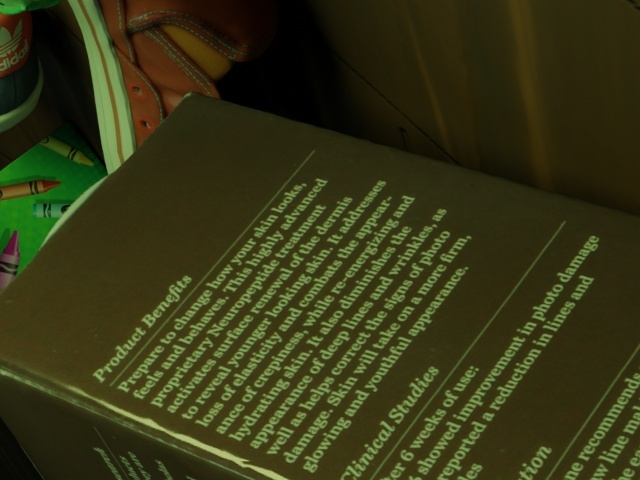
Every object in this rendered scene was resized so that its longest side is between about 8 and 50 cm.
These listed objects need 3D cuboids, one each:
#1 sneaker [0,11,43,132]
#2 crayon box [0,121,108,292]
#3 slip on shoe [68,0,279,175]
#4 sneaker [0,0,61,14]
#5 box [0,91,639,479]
[{"bbox_3d":[-0.333,-0.233,1.270,0.350,0.131,0.148,40,152,12],"label":"sneaker"},{"bbox_3d":[-0.284,-0.005,1.497,0.081,0.165,0.278,53,161,-8],"label":"crayon box"},{"bbox_3d":[-0.071,-0.135,0.904,0.101,0.123,0.331,7,140,11],"label":"slip on shoe"},{"bbox_3d":[-0.167,-0.195,0.976,0.123,0.109,0.295,49,178,-18],"label":"sneaker"},{"bbox_3d":[0.040,0.075,0.778,0.381,0.191,0.143,20,147,35],"label":"box"}]
